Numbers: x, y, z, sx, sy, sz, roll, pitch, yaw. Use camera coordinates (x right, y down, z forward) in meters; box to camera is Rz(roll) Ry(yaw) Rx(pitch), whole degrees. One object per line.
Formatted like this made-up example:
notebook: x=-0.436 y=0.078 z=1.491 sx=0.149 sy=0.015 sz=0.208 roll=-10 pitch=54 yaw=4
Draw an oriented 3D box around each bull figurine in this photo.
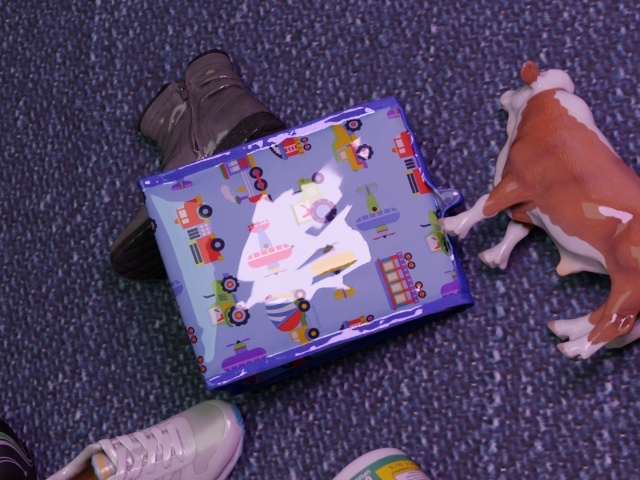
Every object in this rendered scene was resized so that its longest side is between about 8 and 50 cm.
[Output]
bull figurine: x=0.234 y=-0.028 z=1.788 sx=0.188 sy=0.101 sz=0.310 roll=-47 pitch=56 yaw=9

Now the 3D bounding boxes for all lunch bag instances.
lunch bag: x=0.000 y=0.000 z=1.865 sx=0.293 sy=0.138 sz=0.221 roll=-20 pitch=80 yaw=7

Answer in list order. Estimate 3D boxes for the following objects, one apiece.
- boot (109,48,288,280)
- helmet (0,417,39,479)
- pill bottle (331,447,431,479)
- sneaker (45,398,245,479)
boot: x=-0.155 y=-0.082 z=2.046 sx=0.246 sy=0.083 sz=0.161 roll=-45 pitch=50 yaw=2
helmet: x=-0.394 y=0.249 z=1.995 sx=0.169 sy=0.161 sz=0.169 roll=-10 pitch=68 yaw=26
pill bottle: x=0.096 y=0.298 z=1.734 sx=0.117 sy=0.117 sz=0.208 roll=-49 pitch=57 yaw=5
sneaker: x=-0.180 y=0.232 z=1.926 sx=0.229 sy=0.092 sz=0.087 roll=-32 pitch=58 yaw=14
